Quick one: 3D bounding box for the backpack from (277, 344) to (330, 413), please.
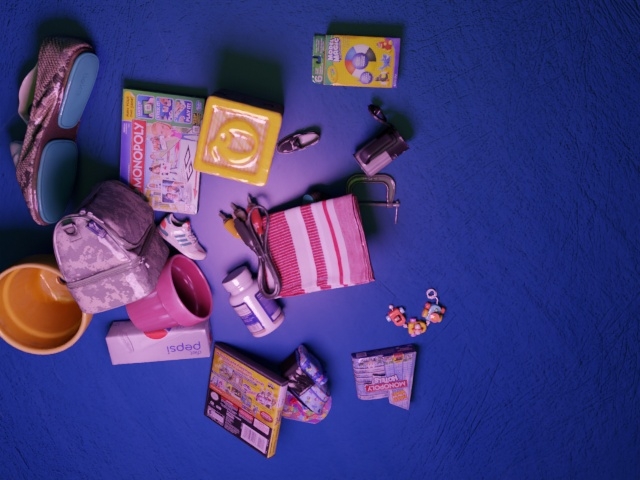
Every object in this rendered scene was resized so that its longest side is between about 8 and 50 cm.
[{"bbox_3d":[-0.033,0.415,1.899,0.117,0.158,0.173,-42,99,3],"label":"backpack"}]

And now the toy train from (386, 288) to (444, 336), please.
[{"bbox_3d":[0.284,0.221,1.907,0.166,0.046,0.125,-30,107,8],"label":"toy train"}]

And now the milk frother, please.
[{"bbox_3d":[0.140,-0.268,1.729,0.134,0.129,0.143,-37,62,9],"label":"milk frother"}]

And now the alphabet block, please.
[{"bbox_3d":[-0.204,-0.266,1.655,0.192,0.197,0.193,12,107,-6],"label":"alphabet block"}]

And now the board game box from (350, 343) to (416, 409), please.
[{"bbox_3d":[0.202,0.425,1.963,0.194,0.060,0.194,-10,107,1],"label":"board game box"}]

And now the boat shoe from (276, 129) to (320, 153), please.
[{"bbox_3d":[-0.059,-0.263,1.743,0.125,0.038,0.046,-16,108,3],"label":"boat shoe"}]

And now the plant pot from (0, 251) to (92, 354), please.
[{"bbox_3d":[-0.723,0.141,1.747,0.254,0.239,0.254,-1,108,-2],"label":"plant pot"}]

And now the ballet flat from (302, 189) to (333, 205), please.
[{"bbox_3d":[0.000,0.000,1.801,0.096,0.095,0.281,-5,108,-35],"label":"ballet flat"}]

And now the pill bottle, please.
[{"bbox_3d":[-0.194,0.171,1.841,0.112,0.112,0.187,-30,106,8],"label":"pill bottle"}]

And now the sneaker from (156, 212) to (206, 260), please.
[{"bbox_3d":[-0.375,-0.012,1.804,0.161,0.057,0.075,37,107,-10],"label":"sneaker"}]

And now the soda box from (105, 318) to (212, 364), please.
[{"bbox_3d":[-0.462,0.285,1.875,0.286,0.091,0.098,-4,115,-1],"label":"soda box"}]

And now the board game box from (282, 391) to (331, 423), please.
[{"bbox_3d":[-0.050,0.509,1.996,0.168,0.033,0.133,13,107,-5],"label":"board game box"}]

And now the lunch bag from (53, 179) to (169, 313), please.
[{"bbox_3d":[-0.534,0.003,1.632,0.212,0.305,0.256,-19,113,7],"label":"lunch bag"}]

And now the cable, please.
[{"bbox_3d":[-0.162,0.015,1.785,0.139,0.072,0.287,-29,94,14],"label":"cable"}]

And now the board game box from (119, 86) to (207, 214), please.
[{"bbox_3d":[-0.424,-0.236,1.737,0.213,0.046,0.317,6,108,-4],"label":"board game box"}]

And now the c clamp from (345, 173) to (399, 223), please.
[{"bbox_3d":[0.146,-0.119,1.805,0.160,0.022,0.137,6,108,-4],"label":"c clamp"}]

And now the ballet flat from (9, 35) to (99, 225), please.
[{"bbox_3d":[-0.707,-0.290,1.671,0.182,0.164,0.483,20,101,14],"label":"ballet flat"}]

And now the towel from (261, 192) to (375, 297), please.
[{"bbox_3d":[-0.027,0.022,1.742,0.329,0.037,0.237,-12,93,29],"label":"towel"}]

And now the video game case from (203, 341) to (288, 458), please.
[{"bbox_3d":[-0.223,0.463,1.891,0.274,0.035,0.248,22,111,33],"label":"video game case"}]

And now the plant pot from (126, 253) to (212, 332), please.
[{"bbox_3d":[-0.427,0.161,1.791,0.180,0.201,0.201,-25,107,15],"label":"plant pot"}]

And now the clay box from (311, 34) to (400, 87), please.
[{"bbox_3d":[0.090,-0.464,1.676,0.222,0.053,0.127,1,107,-3],"label":"clay box"}]
